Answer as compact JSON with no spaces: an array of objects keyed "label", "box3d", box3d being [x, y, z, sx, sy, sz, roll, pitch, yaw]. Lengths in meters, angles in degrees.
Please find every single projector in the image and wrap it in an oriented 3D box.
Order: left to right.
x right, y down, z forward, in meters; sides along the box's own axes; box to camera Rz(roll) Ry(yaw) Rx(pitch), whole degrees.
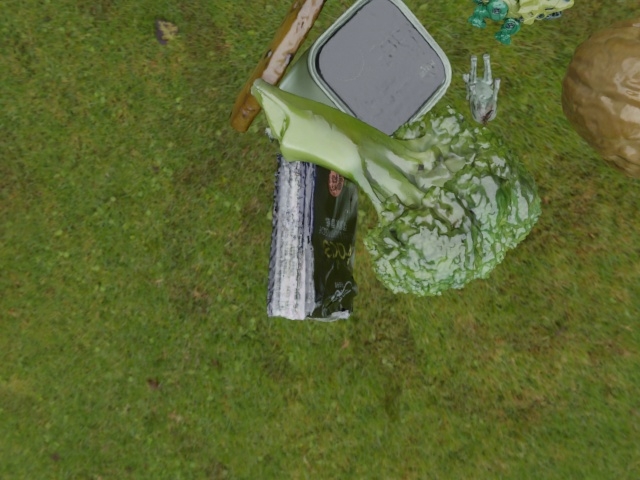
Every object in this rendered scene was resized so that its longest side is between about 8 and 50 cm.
[{"label":"projector","box3d":[0.083,-0.325,1.209,0.248,0.249,0.248,45,77,-11]}]

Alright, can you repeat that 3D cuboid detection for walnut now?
[{"label":"walnut","box3d":[0.386,-0.174,0.675,0.213,0.213,0.213,2,110,5]}]

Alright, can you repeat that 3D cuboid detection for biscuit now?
[{"label":"biscuit","box3d":[-0.051,-0.333,0.943,0.046,0.359,0.359,30,110,-15]}]

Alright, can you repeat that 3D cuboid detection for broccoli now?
[{"label":"broccoli","box3d":[0.085,-0.035,0.626,0.302,0.254,0.186,-8,140,-28]}]

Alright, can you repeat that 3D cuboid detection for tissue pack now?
[{"label":"tissue pack","box3d":[0.000,0.000,1.183,0.123,0.245,0.333,1,85,30]}]

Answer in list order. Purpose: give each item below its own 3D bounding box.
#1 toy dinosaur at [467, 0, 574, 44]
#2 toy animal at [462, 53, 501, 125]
[{"label":"toy dinosaur","box3d":[0.343,-0.471,1.118,0.259,0.153,0.094,16,71,-14]},{"label":"toy animal","box3d":[0.441,-0.430,1.600,0.089,0.255,0.170,-5,125,13]}]
